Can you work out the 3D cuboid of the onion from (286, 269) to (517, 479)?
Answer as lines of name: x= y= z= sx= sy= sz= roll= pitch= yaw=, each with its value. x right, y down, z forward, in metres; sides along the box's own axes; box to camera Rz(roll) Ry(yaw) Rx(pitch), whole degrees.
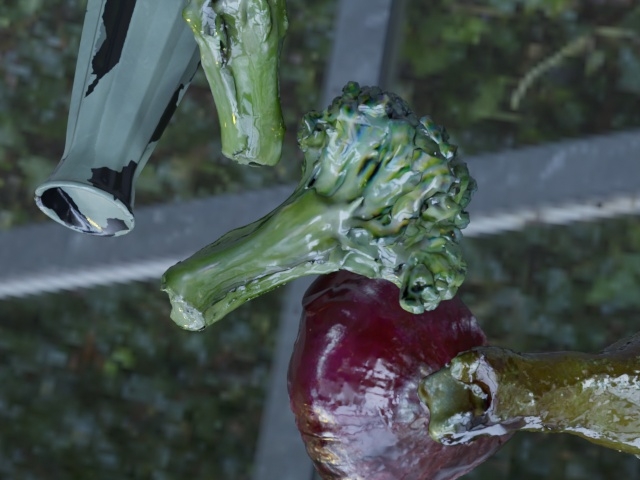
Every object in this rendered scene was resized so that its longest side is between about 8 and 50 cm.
onion: x=0.059 y=0.135 z=1.916 sx=0.216 sy=0.207 sz=0.206 roll=15 pitch=137 yaw=62

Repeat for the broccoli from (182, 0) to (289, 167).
broccoli: x=-0.062 y=-0.195 z=1.516 sx=0.145 sy=0.165 sz=0.304 roll=-8 pitch=121 yaw=-9

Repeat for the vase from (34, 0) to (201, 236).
vase: x=-0.213 y=-0.187 z=2.165 sx=0.165 sy=0.360 sz=0.165 roll=13 pitch=153 yaw=7

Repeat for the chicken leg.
chicken leg: x=0.282 y=0.114 z=1.678 sx=0.361 sy=0.140 sz=0.211 roll=6 pitch=124 yaw=-32

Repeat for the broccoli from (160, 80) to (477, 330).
broccoli: x=0.017 y=0.009 z=1.642 sx=0.198 sy=0.275 sz=0.177 roll=39 pitch=163 yaw=6
